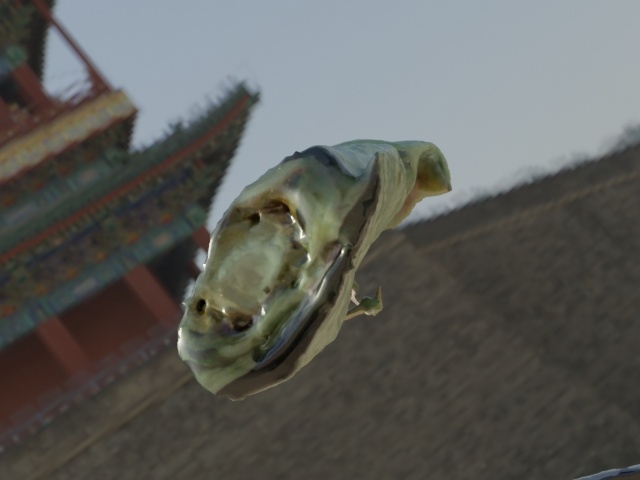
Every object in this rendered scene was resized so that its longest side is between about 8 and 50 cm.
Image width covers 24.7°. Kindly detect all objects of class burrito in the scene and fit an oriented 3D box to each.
[{"bbox_3d":[0.000,0.000,0.806,0.144,0.089,0.229,-58,-7,12],"label":"burrito"}]

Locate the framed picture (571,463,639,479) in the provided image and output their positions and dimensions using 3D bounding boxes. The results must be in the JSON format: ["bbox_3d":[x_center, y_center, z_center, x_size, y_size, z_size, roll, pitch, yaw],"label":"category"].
[{"bbox_3d":[0.069,0.269,0.519,0.265,0.347,0.016,-11,-11,-3],"label":"framed picture"}]
